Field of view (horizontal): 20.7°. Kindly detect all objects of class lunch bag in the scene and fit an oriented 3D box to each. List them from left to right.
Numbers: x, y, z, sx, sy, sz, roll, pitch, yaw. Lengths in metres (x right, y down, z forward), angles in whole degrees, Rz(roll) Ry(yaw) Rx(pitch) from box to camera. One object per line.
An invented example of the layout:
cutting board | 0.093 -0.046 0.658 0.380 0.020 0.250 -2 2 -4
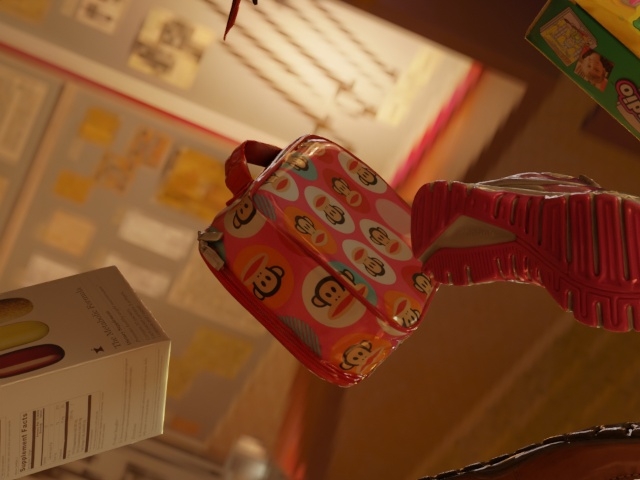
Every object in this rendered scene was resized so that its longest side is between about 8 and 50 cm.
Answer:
lunch bag | 0.000 0.000 1.796 0.120 0.258 0.293 -47 179 23

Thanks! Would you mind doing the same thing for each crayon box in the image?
crayon box | 0.452 -0.203 1.888 0.313 0.363 0.106 -43 172 -36

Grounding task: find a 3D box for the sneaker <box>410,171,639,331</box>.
sneaker | 0.196 -0.004 1.319 0.111 0.252 0.103 -16 116 -48

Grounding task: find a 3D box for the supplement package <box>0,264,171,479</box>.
supplement package | -0.291 0.140 1.759 0.139 0.244 0.134 48 -38 41

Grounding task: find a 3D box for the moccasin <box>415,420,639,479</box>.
moccasin | 0.267 0.298 1.976 0.380 0.139 0.147 -22 -103 27

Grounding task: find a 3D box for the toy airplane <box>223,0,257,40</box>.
toy airplane | -0.042 -0.218 1.217 0.151 0.028 0.151 10 90 -89
